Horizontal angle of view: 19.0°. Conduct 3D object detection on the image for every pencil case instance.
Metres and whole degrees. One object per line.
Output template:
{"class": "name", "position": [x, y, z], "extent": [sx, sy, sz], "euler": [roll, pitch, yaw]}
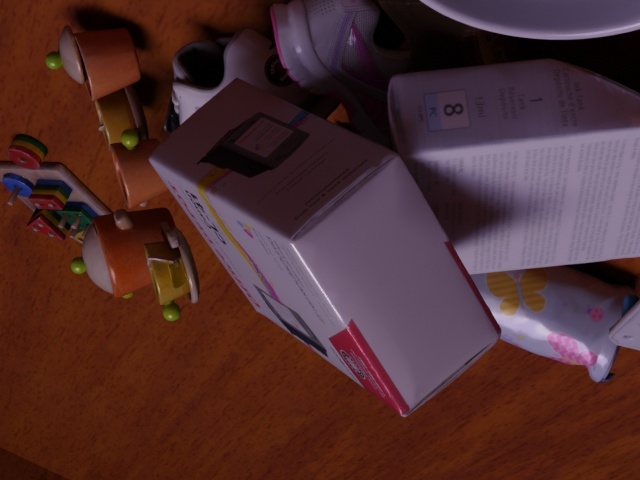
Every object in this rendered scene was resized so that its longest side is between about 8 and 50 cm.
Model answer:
{"class": "pencil case", "position": [0.215, 0.061, 2.141], "extent": [0.273, 0.114, 0.124], "euler": [22, 172, 2]}

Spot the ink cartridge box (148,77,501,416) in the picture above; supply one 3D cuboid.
{"class": "ink cartridge box", "position": [0.000, 0.000, 1.761], "extent": [0.226, 0.131, 0.306], "euler": [56, 165, -30]}

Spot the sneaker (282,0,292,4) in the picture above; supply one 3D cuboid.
{"class": "sneaker", "position": [0.000, -0.223, 1.838], "extent": [0.083, 0.035, 0.031], "euler": [10, 154, 26]}

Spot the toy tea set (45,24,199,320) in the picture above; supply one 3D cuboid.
{"class": "toy tea set", "position": [-0.236, -0.072, 2.104], "extent": [0.124, 0.336, 0.200], "euler": [-16, -173, -9]}

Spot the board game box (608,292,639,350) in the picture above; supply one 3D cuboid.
{"class": "board game box", "position": [0.523, 0.057, 1.843], "extent": [0.389, 0.050, 0.390], "euler": [13, 157, -6]}

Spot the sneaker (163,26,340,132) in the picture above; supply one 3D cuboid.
{"class": "sneaker", "position": [-0.104, -0.145, 2.022], "extent": [0.146, 0.122, 0.330], "euler": [45, 151, -10]}

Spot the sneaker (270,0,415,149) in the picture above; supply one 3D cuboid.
{"class": "sneaker", "position": [0.063, -0.166, 1.815], "extent": [0.111, 0.103, 0.252], "euler": [-25, 150, 25]}

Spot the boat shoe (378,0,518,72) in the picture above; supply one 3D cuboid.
{"class": "boat shoe", "position": [0.116, -0.219, 1.691], "extent": [0.104, 0.089, 0.285], "euler": [17, 153, 22]}

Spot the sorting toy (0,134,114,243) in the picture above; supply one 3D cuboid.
{"class": "sorting toy", "position": [-0.351, -0.042, 2.512], "extent": [0.132, 0.046, 0.274], "euler": [4, 150, 38]}

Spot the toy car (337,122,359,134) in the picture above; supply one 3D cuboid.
{"class": "toy car", "position": [0.038, -0.013, 2.074], "extent": [0.225, 0.053, 0.239], "euler": [59, 146, -5]}

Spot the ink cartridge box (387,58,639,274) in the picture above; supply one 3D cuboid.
{"class": "ink cartridge box", "position": [0.257, -0.073, 1.766], "extent": [0.384, 0.091, 0.308], "euler": [-7, 158, 0]}

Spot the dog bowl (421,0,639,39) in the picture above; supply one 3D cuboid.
{"class": "dog bowl", "position": [0.179, -0.261, 1.431], "extent": [0.264, 0.104, 0.265], "euler": [4, 155, 2]}
